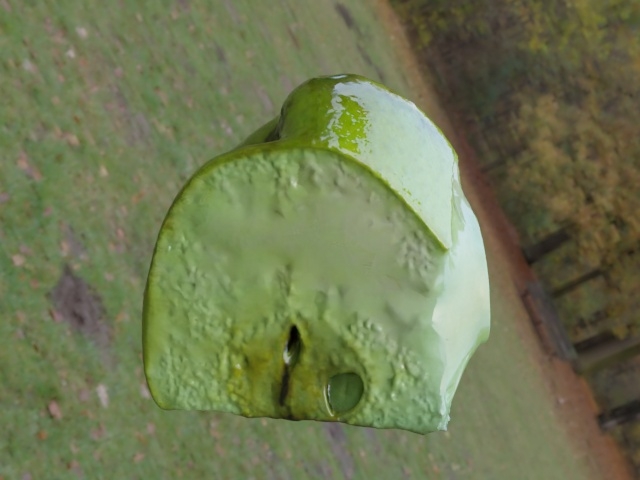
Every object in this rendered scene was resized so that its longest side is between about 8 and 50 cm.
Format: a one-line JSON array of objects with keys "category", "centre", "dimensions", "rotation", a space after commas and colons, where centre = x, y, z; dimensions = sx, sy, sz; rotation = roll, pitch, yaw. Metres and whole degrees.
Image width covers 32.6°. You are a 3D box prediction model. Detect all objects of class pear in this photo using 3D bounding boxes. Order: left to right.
[{"category": "pear", "centre": [0.000, 0.000, 0.901], "dimensions": [0.176, 0.287, 0.281], "rotation": [-58, 147, -62]}]
